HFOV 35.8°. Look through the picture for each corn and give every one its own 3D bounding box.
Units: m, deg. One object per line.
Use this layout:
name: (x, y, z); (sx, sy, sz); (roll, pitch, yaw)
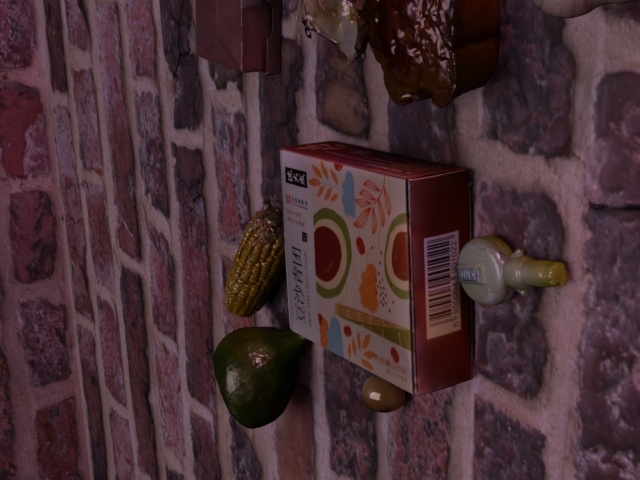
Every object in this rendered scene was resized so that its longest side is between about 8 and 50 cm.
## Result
corn: (-0.125, 0.045, 2.022); (0.115, 0.115, 0.318); (61, 148, 26)

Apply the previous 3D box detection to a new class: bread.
bread: (0.152, -0.316, 1.405); (0.232, 0.135, 0.247); (14, 113, 57)

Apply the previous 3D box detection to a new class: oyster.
oyster: (0.009, -0.439, 1.603); (0.337, 0.133, 0.198); (59, 147, 33)

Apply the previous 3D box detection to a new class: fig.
fig: (-0.095, 0.253, 2.030); (0.203, 0.235, 0.203); (58, -171, -14)

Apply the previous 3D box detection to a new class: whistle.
whistle: (0.268, 0.047, 1.419); (0.198, 0.057, 0.104); (4, 104, 59)

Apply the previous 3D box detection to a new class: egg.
egg: (0.113, 0.269, 1.745); (0.083, 0.071, 0.071); (8, 108, 39)

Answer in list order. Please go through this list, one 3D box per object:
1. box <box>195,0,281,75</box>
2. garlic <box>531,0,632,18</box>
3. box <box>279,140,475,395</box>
box: (-0.165, -0.445, 1.930); (0.215, 0.086, 0.215); (32, 126, 51)
garlic: (0.295, -0.397, 1.122); (0.253, 0.245, 0.245); (-74, 3, -48)
box: (0.085, 0.029, 1.651); (0.385, 0.122, 0.345); (20, 117, 55)
